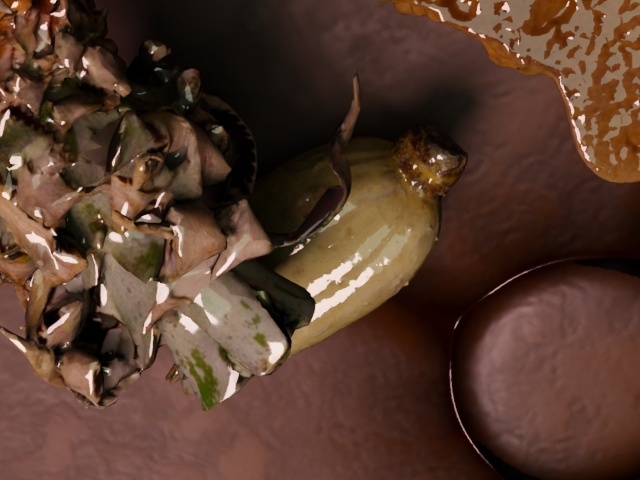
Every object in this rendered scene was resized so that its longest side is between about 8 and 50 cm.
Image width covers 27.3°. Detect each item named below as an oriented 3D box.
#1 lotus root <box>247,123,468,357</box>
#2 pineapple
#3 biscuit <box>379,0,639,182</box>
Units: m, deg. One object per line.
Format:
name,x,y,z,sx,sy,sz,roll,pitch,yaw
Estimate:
lotus root,0.000,0.000,0.692,0.183,0.077,0.090,-36,112,18
pineapple,-0.120,-0.041,0.595,0.262,0.262,0.272,-38,105,15
biscuit,0.085,-0.165,0.644,0.183,0.047,0.320,-40,103,18
